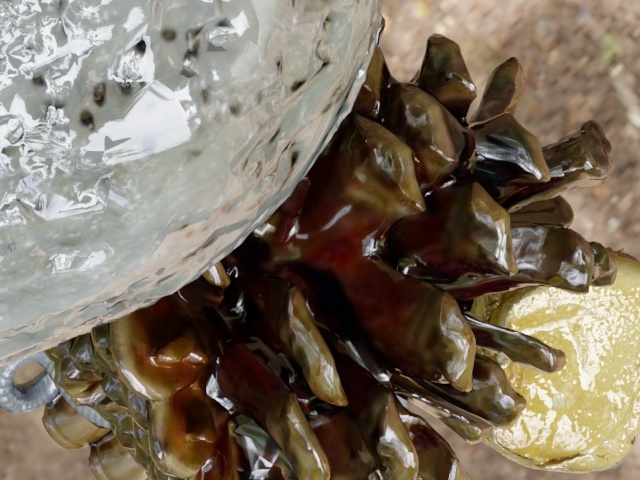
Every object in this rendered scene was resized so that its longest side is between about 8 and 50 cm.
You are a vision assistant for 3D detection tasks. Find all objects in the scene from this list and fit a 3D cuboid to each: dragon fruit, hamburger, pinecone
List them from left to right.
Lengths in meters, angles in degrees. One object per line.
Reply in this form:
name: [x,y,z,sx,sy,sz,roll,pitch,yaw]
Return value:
dragon fruit: [-0.084,-0.075,0.738,0.283,0.221,0.204,-112,8,-71]
pinecone: [0.000,0.000,1.173,0.384,0.384,0.384,27,140,25]
hamburger: [0.215,0.098,1.700,0.108,0.213,0.214,26,145,62]

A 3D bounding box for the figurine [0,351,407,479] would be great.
figurine: [-0.048,0.071,1.517,0.261,0.186,0.382,36,133,-27]
